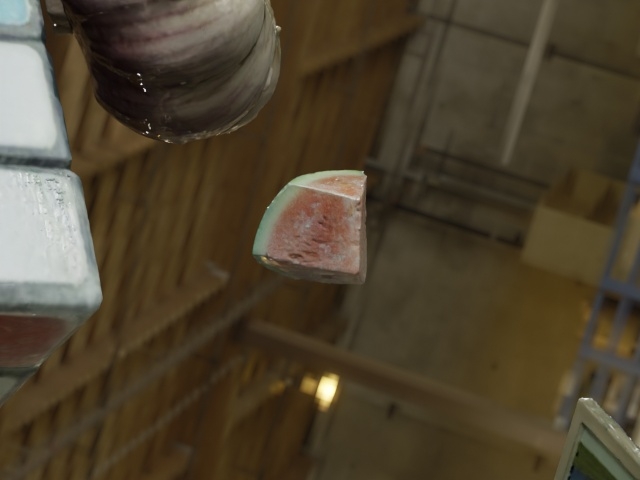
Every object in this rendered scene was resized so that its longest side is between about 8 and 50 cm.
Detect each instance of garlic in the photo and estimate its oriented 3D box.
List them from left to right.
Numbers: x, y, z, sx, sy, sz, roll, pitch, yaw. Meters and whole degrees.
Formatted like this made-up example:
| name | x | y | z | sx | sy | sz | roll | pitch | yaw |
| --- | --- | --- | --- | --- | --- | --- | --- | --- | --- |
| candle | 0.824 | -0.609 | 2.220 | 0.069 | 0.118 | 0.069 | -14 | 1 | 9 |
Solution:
| name | x | y | z | sx | sy | sz | roll | pitch | yaw |
| --- | --- | --- | --- | --- | --- | --- | --- | --- | --- |
| garlic | -0.075 | -0.114 | 0.880 | 0.159 | 0.102 | 0.147 | 69 | -177 | -73 |

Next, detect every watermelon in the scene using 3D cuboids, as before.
| name | x | y | z | sx | sy | sz | roll | pitch | yaw |
| --- | --- | --- | --- | --- | --- | --- | --- | --- | --- |
| watermelon | -0.002 | -0.005 | 1.312 | 0.092 | 0.072 | 0.084 | -23 | -64 | -26 |

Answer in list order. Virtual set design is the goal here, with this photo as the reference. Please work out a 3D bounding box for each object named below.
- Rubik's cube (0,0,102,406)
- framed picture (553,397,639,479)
| name | x | y | z | sx | sy | sz | roll | pitch | yaw |
| --- | --- | --- | --- | --- | --- | --- | --- | --- | --- |
| Rubik's cube | -0.276 | -0.031 | 0.836 | 0.259 | 0.256 | 0.253 | -46 | 51 | 46 |
| framed picture | 0.130 | 0.148 | 0.782 | 0.149 | 0.011 | 0.109 | 49 | 131 | 54 |
